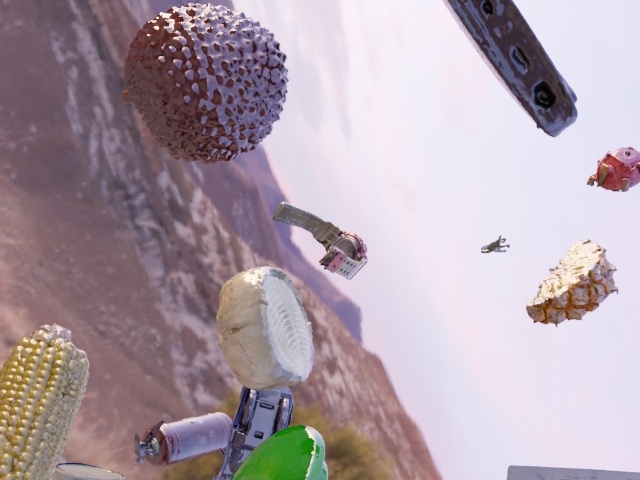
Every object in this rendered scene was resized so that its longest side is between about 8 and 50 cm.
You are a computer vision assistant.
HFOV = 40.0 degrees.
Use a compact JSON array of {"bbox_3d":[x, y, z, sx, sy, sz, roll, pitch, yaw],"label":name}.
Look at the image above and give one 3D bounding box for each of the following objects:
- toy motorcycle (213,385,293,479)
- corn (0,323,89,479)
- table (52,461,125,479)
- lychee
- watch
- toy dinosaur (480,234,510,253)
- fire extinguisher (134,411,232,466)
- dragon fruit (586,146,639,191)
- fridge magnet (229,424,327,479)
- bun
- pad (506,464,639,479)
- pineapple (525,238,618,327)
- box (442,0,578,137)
[{"bbox_3d":[-0.158,0.465,1.959,0.212,0.125,0.358,141,-33,-73],"label":"toy motorcycle"},{"bbox_3d":[-0.436,0.283,1.305,0.130,0.130,0.346,82,16,-59],"label":"corn"},{"bbox_3d":[-0.429,0.512,1.539,0.126,0.126,0.219,122,-19,-82],"label":"table"},{"bbox_3d":[-0.202,-0.272,1.524,0.276,0.304,0.275,-8,90,-74],"label":"lychee"},{"bbox_3d":[0.007,0.005,1.957,0.165,0.102,0.268,48,12,24],"label":"watch"},{"bbox_3d":[0.379,0.011,1.912,0.119,0.060,0.029,63,16,-78],"label":"toy dinosaur"},{"bbox_3d":[-0.337,0.470,2.109,0.102,0.138,0.344,42,17,26],"label":"fire extinguisher"},{"bbox_3d":[0.641,-0.162,1.882,0.126,0.112,0.068,10,-38,36],"label":"dragon fruit"},{"bbox_3d":[-0.067,0.354,1.241,0.088,0.208,0.208,43,3,-18],"label":"fridge magnet"},{"bbox_3d":[-0.120,0.176,1.722,0.259,0.152,0.259,-18,90,-73],"label":"bun"},{"bbox_3d":[0.450,0.480,1.550,0.009,0.265,0.159,-150,-115,-83],"label":"pad"},{"bbox_3d":[0.501,0.079,1.668,0.135,0.233,0.079,-16,-67,54],"label":"pineapple"},{"bbox_3d":[0.297,-0.348,1.480,0.359,0.091,0.350,53,14,-12],"label":"box"}]
